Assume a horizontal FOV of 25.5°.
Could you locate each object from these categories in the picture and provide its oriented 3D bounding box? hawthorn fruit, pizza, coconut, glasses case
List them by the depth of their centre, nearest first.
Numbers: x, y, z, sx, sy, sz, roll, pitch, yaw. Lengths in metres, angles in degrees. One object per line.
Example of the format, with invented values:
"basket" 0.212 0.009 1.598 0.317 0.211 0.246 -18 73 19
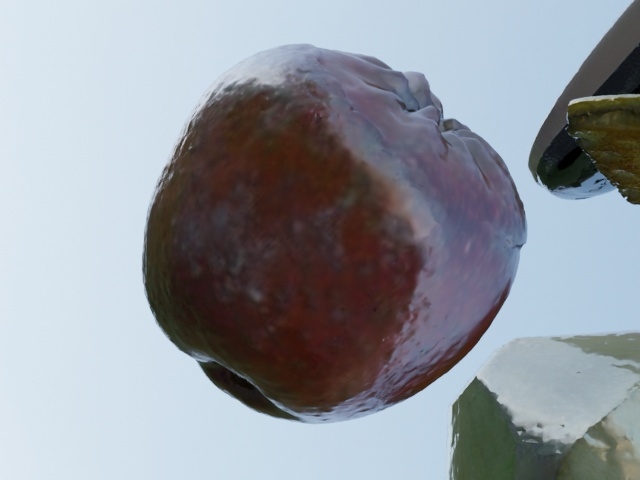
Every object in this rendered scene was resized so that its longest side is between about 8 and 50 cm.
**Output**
"hawthorn fruit" 0.000 0.000 0.639 0.173 0.173 0.173 23 -52 33
"coconut" 0.180 0.168 0.876 0.259 0.259 0.259 23 -52 33
"pizza" 0.234 -0.055 0.893 0.160 0.036 0.099 14 -31 14
"glasses case" 0.262 -0.147 0.977 0.314 0.122 0.075 -51 -121 25
